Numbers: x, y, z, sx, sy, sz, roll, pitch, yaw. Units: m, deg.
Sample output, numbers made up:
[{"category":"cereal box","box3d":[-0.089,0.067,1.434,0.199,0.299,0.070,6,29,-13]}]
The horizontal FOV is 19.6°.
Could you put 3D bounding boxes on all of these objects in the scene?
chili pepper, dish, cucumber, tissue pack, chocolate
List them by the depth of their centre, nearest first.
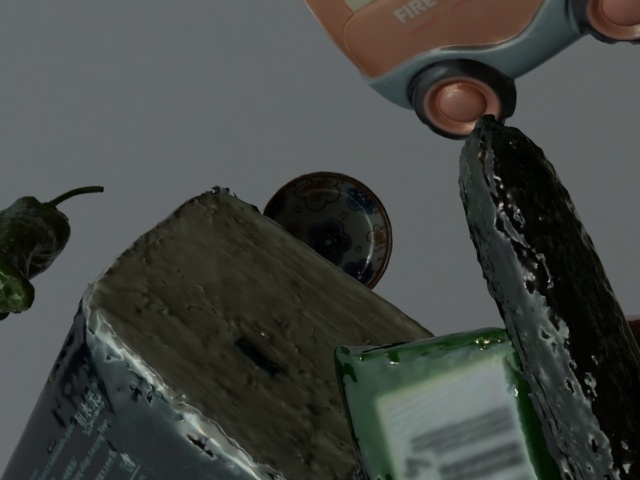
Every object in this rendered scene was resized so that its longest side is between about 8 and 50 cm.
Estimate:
[{"category":"cucumber","box3d":[0.123,0.051,0.901,0.067,0.067,0.245,-17,-96,-54]},{"category":"chocolate","box3d":[0.206,0.217,1.326,0.341,0.161,0.360,-2,-109,-50]},{"category":"tissue pack","box3d":[-0.112,0.203,1.556,0.264,0.416,0.253,38,-139,9]},{"category":"chili pepper","box3d":[-0.254,0.005,1.577,0.073,0.072,0.204,26,-155,-3]},{"category":"dish","box3d":[0.000,0.000,1.908,0.141,0.141,0.078,50,175,-4]}]

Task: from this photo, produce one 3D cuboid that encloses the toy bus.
[{"category":"toy bus","box3d":[0.103,-0.227,1.208,0.232,0.287,0.194,41,-141,-24]}]
